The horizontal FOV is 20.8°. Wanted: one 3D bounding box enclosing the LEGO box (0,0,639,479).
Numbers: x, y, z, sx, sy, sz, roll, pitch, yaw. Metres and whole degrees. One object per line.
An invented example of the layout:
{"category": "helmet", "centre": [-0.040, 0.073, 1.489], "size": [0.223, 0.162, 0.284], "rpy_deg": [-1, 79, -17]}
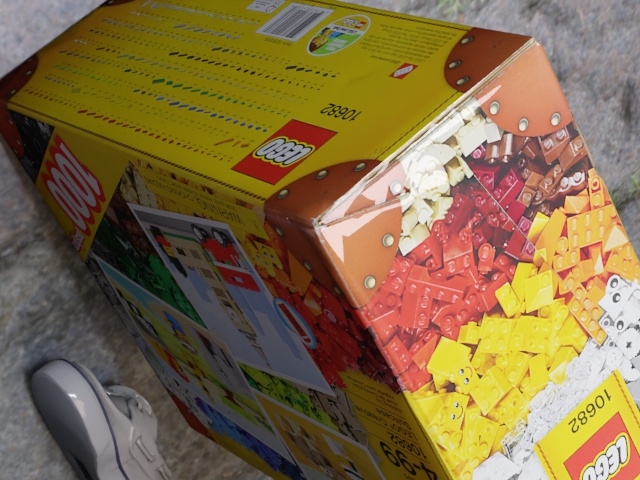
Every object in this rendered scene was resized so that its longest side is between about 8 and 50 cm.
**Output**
{"category": "LEGO box", "centre": [0.008, 0.024, 1.274], "size": [0.193, 0.500, 0.372], "rpy_deg": [-40, 120, -19]}

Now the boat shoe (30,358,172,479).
{"category": "boat shoe", "centre": [-0.196, 0.171, 1.612], "size": [0.084, 0.095, 0.258], "rpy_deg": [-43, 154, -20]}
